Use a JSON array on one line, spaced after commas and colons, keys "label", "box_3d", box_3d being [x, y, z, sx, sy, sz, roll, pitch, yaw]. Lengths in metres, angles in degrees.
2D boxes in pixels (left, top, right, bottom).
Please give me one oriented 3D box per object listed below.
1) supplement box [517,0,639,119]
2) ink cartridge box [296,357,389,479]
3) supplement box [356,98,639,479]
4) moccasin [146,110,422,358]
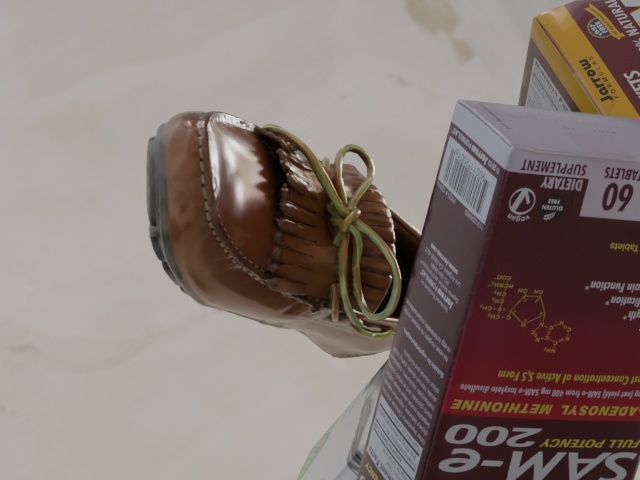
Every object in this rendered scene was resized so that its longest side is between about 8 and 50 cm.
[{"label": "supplement box", "box_3d": [0.246, -0.077, 1.214, 0.191, 0.194, 0.129, -21, -119, -13]}, {"label": "ink cartridge box", "box_3d": [0.067, 0.140, 1.225, 0.092, 0.219, 0.160, 35, -150, -3]}, {"label": "supplement box", "box_3d": [0.110, 0.055, 0.923, 0.130, 0.073, 0.239, 4, -67, -23]}, {"label": "moccasin", "box_3d": [0.000, 0.003, 1.256, 0.380, 0.147, 0.139, 41, -135, -56]}]
